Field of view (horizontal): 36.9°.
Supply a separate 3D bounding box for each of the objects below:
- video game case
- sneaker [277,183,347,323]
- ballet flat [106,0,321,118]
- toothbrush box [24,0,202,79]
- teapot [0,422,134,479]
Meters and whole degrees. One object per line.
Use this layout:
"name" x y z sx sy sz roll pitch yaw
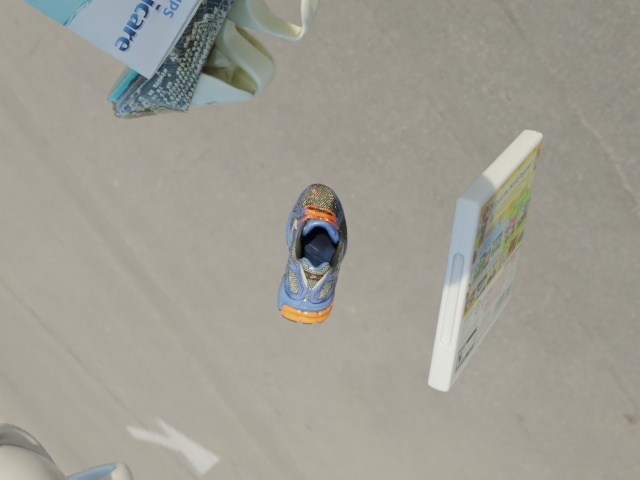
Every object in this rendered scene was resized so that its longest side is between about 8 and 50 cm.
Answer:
"video game case" 0.171 0.014 0.987 0.026 0.227 0.206 17 119 22
"sneaker" 0.000 0.000 1.162 0.083 0.221 0.087 11 131 -7
"ballet flat" -0.102 -0.265 1.091 0.182 0.164 0.483 28 138 -10
"toothbrush box" -0.216 -0.305 0.815 0.295 0.216 0.126 30 125 -14
"teapot" -0.203 0.190 0.536 0.256 0.187 0.252 -110 1 -45
